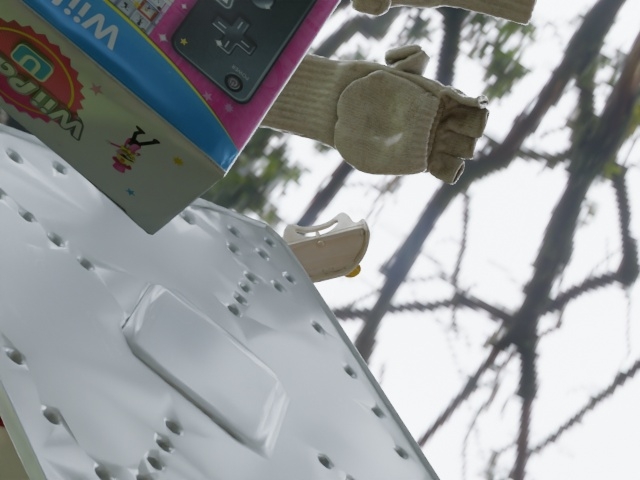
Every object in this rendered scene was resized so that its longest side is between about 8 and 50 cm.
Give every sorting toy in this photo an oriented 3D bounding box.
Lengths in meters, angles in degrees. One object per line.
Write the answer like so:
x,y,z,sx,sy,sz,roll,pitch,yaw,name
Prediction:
0.000,0.000,1.515,0.083,0.075,0.045,-13,-60,0,sorting toy

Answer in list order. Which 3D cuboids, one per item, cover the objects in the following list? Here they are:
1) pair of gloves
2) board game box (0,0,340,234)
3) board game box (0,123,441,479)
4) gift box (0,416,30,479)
0.065,-0.175,1.527,0.204,0.042,0.240,22,-93,15,pair of gloves
-0.087,-0.190,0.993,0.224,0.303,0.097,40,-35,-13,board game box
-0.084,0.091,1.102,0.050,0.390,0.390,-48,-129,18,board game box
-0.264,0.188,1.779,0.258,0.255,0.276,16,-18,-28,gift box
